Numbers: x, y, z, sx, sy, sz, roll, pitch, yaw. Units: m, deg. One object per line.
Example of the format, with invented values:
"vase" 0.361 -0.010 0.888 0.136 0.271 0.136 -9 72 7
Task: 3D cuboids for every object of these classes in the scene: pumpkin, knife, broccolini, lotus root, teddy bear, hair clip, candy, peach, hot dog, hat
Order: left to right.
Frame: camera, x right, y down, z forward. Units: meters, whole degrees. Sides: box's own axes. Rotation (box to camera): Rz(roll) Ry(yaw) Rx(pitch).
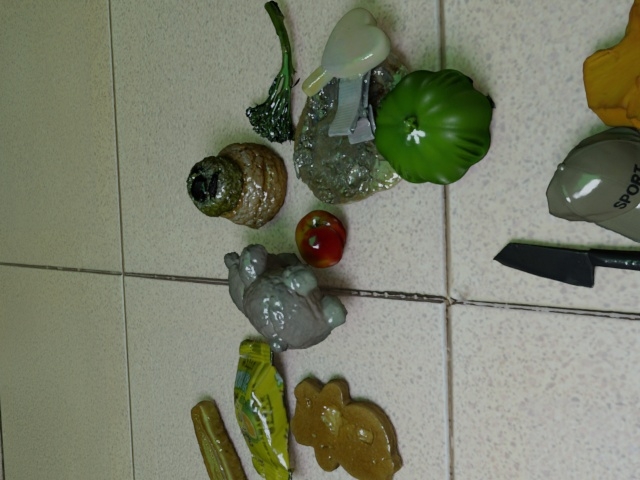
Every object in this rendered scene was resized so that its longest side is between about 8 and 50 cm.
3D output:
"hot dog" -0.220 0.499 1.261 0.088 0.061 0.285 -35 70 34
"candy" -0.120 0.351 1.143 0.187 0.081 0.297 -10 86 59
"broccolini" -0.100 -0.322 1.094 0.123 0.062 0.271 1 100 26
"teddy bear" -0.074 0.103 1.021 0.151 0.236 0.267 -41 22 -6
"peach" 0.001 0.000 1.014 0.101 0.101 0.100 4 96 41
"hair clip" 0.044 -0.272 0.914 0.159 0.071 0.218 1 83 34
"lotus root" 0.147 -0.164 0.796 0.186 0.186 0.186 4 96 41
"knife" 0.343 0.034 0.763 0.231 0.028 0.060 7 114 43
"hat" 0.381 -0.060 0.680 0.175 0.085 0.147 35 115 34
"pumpkin" 0.392 -0.210 0.601 0.290 0.095 0.258 -64 22 18

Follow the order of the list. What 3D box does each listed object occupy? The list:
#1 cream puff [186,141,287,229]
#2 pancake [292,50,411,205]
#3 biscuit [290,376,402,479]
"cream puff" -0.180 -0.111 1.108 0.183 0.169 0.183 2 93 41
"pancake" 0.057 -0.196 0.972 0.283 0.049 0.282 -1 89 39
"biscuit" 0.044 0.353 1.037 0.249 0.035 0.184 13 102 39
